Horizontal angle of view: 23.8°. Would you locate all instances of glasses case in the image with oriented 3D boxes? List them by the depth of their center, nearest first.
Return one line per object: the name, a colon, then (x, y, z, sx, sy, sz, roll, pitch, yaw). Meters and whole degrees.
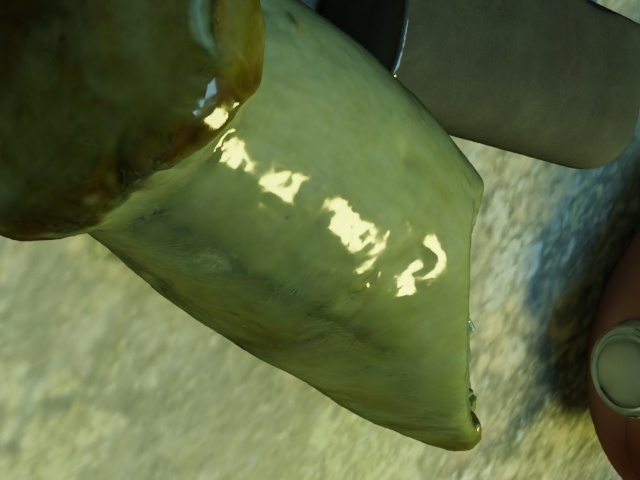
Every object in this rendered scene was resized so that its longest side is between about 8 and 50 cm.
glasses case: (0.068, -0.073, 0.588, 0.190, 0.042, 0.072, 8, 99, -53)

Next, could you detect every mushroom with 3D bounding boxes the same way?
mushroom: (0.003, -0.001, 0.503, 0.333, 0.107, 0.087, 37, 42, -54)

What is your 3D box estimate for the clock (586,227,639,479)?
clock: (0.230, 0.045, 0.801, 0.241, 0.142, 0.227, -9, 120, -38)
